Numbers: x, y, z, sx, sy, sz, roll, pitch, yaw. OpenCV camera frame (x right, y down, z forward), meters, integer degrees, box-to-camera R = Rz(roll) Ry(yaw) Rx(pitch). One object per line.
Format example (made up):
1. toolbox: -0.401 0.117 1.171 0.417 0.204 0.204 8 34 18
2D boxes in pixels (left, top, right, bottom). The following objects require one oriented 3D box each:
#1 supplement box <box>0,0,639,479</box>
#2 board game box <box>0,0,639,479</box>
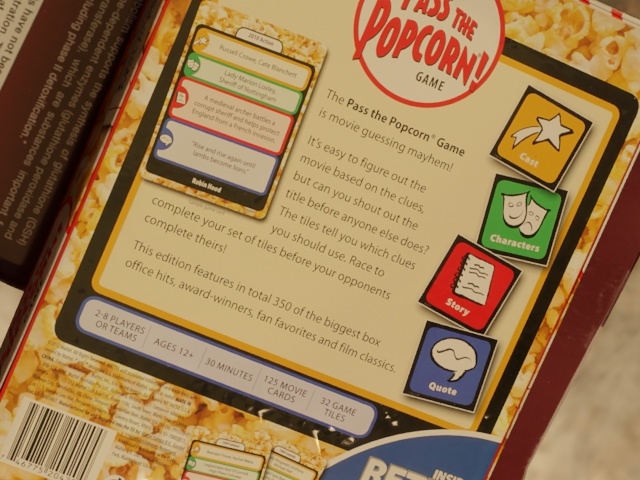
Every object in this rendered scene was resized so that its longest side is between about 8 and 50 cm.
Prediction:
1. supplement box: -0.019 -0.024 0.543 0.239 0.073 0.130 26 95 -13
2. board game box: 0.000 0.000 0.490 0.146 0.045 0.193 23 97 -13
